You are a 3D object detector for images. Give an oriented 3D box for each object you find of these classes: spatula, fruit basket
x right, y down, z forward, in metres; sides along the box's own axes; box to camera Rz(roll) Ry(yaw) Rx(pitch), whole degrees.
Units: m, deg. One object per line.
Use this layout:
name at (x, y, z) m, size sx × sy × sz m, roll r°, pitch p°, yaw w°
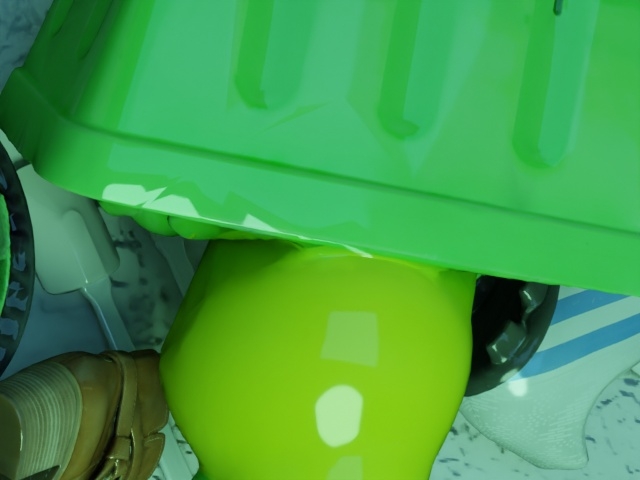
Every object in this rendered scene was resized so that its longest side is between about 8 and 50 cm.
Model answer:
spatula at (-0.082, 0.043, 1.116) m, size 0.168 × 0.019 × 0.242 m, roll -24°, pitch 92°, yaw -33°
fruit basket at (0.000, 0.000, 1.015) m, size 0.392 × 0.283 × 0.392 m, roll -4°, pitch 105°, yaw -17°

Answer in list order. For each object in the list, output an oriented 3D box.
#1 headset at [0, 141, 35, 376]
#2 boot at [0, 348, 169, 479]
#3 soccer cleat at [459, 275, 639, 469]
headset at (-0.331, 0.011, 0.894) m, size 0.394 × 0.185 × 0.243 m, roll -9°, pitch 83°, yaw -28°
boot at (-0.154, 0.156, 1.018) m, size 0.152 × 0.073 × 0.197 m, roll -14°, pitch 129°, yaw -60°
soccer cleat at (0.196, 0.009, 1.225) m, size 0.143 × 0.116 × 0.331 m, roll 47°, pitch 64°, yaw -28°
